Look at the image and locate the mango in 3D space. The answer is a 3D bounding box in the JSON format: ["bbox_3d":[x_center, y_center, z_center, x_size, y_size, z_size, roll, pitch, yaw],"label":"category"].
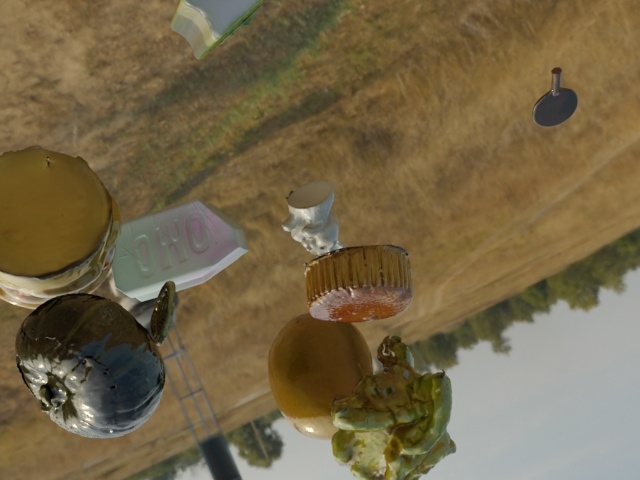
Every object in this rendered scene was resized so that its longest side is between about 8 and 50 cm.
[{"bbox_3d":[0.010,0.375,2.086,0.300,0.232,0.446,-20,-146,-7],"label":"mango"}]

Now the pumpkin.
[{"bbox_3d":[-0.342,0.191,1.119,0.238,0.238,0.159,-37,-169,51],"label":"pumpkin"}]

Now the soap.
[{"bbox_3d":[-0.375,0.019,2.004,0.346,0.208,0.115,-17,168,7],"label":"soap"}]

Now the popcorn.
[{"bbox_3d":[0.171,0.393,1.648,0.325,0.290,0.321,-32,-173,28],"label":"popcorn"}]

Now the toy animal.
[{"bbox_3d":[-0.002,-0.002,1.561,0.103,0.221,0.131,4,-138,27],"label":"toy animal"}]

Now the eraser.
[{"bbox_3d":[-0.135,-0.398,1.219,0.210,0.092,0.274,-43,-166,-4],"label":"eraser"}]

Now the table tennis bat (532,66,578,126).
[{"bbox_3d":[0.542,-0.283,1.685,0.107,0.119,0.170,-17,141,3],"label":"table tennis bat"}]

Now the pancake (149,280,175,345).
[{"bbox_3d":[-0.248,0.114,1.198,0.017,0.108,0.108,13,152,-26],"label":"pancake"}]

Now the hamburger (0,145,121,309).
[{"bbox_3d":[-0.487,-0.003,1.337,0.276,0.276,0.237,-22,157,-20],"label":"hamburger"}]

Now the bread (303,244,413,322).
[{"bbox_3d":[0.070,0.086,1.358,0.199,0.104,0.199,-5,156,-2],"label":"bread"}]
